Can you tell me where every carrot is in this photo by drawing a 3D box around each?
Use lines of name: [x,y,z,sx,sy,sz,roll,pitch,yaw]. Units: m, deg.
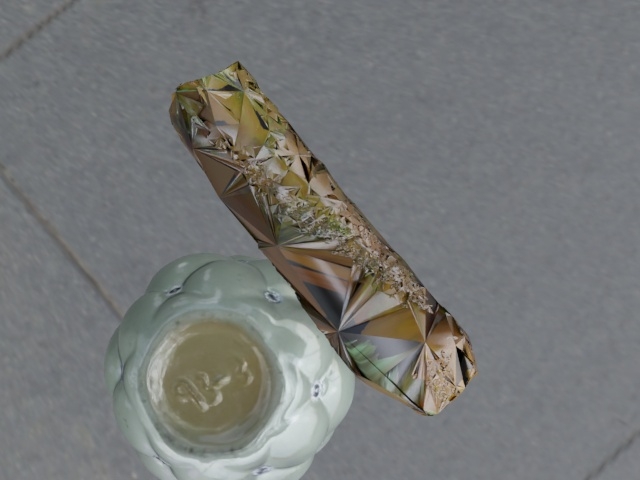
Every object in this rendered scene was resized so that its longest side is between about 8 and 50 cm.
carrot: [0.000,0.000,0.873,0.069,0.069,0.229,-39,92,-9]

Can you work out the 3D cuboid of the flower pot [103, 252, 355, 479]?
flower pot: [-0.089,0.129,1.520,0.246,0.195,0.246,0,89,7]
